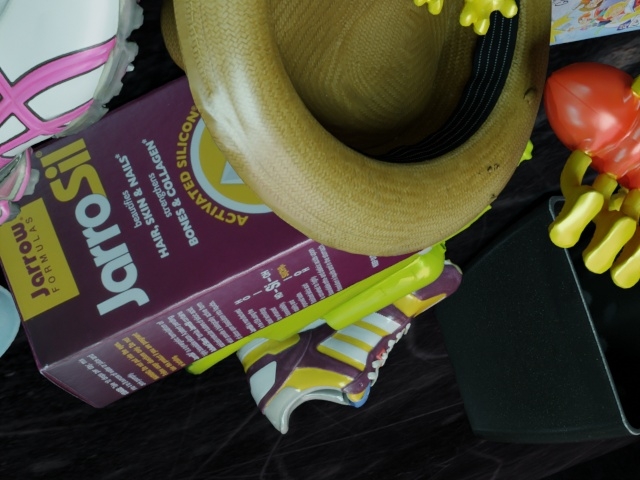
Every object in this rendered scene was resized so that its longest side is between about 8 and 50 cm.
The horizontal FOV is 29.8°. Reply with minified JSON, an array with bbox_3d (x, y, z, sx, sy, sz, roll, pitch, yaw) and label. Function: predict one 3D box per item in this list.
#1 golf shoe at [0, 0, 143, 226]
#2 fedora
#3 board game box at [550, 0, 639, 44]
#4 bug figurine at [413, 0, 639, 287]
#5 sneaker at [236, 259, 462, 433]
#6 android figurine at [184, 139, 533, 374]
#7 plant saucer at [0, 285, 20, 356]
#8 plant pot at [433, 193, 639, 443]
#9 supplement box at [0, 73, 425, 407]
[{"bbox_3d":[-0.125,-0.058,0.416,0.086,0.068,0.186,-4,151,-42],"label":"golf shoe"},{"bbox_3d":[0.007,-0.086,0.436,0.079,0.194,0.194,2,-176,44],"label":"fedora"},{"bbox_3d":[0.156,-0.154,0.577,0.103,0.026,0.154,-14,157,-29],"label":"board game box"},{"bbox_3d":[0.144,-0.130,0.407,0.216,0.072,0.279,35,105,-26],"label":"bug figurine"},{"bbox_3d":[0.033,0.081,0.918,0.185,0.084,0.069,-25,160,-1],"label":"sneaker"},{"bbox_3d":[0.000,0.000,0.729,0.272,0.056,0.248,-31,159,16],"label":"android figurine"},{"bbox_3d":[-0.245,0.052,0.582,0.195,0.037,0.195,-23,160,-9],"label":"plant saucer"},{"bbox_3d":[0.207,0.077,1.006,0.187,0.188,0.167,-4,163,-46],"label":"plant pot"},{"bbox_3d":[-0.050,-0.014,0.559,0.188,0.104,0.081,-26,159,-1],"label":"supplement box"}]
